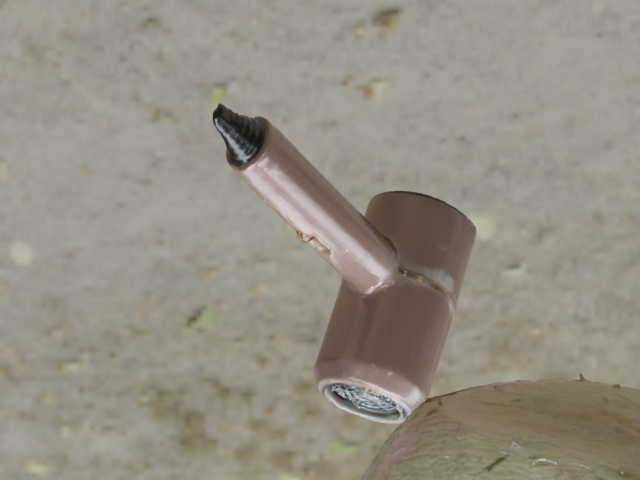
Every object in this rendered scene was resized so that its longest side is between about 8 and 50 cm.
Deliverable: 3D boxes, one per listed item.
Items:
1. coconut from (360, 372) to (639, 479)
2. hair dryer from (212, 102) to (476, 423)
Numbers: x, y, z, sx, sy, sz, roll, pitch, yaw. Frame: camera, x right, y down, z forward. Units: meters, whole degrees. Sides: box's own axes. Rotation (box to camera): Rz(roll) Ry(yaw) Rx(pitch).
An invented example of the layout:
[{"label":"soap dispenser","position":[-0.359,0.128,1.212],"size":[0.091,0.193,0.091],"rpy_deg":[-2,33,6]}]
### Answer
[{"label":"coconut","position":[0.134,0.235,1.200],"size":[0.254,0.297,0.297],"rpy_deg":[8,160,21]},{"label":"hair dryer","position":[0.000,0.000,1.502],"size":[0.106,0.189,0.344],"rpy_deg":[-1,149,38]}]
